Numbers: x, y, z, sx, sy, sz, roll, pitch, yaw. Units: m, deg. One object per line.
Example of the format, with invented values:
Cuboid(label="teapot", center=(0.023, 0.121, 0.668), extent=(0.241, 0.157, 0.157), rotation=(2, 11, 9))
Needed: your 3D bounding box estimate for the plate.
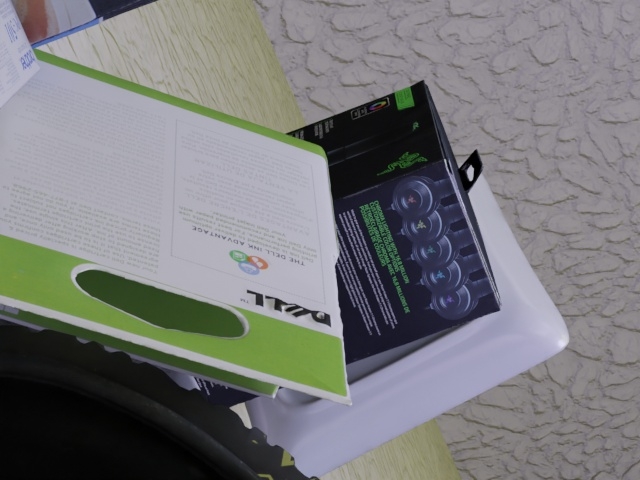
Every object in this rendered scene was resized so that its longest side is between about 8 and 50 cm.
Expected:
Cuboid(label="plate", center=(0.043, 0.056, 1.648), extent=(0.045, 0.278, 0.277), rotation=(60, 5, -38))

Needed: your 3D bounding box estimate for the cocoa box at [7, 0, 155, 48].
Cuboid(label="cocoa box", center=(-0.177, -0.271, 1.072), extent=(0.347, 0.228, 0.231), rotation=(-99, 167, -62))

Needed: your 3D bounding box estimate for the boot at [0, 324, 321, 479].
Cuboid(label="boot", center=(-0.078, 0.213, 0.817), extent=(0.260, 0.348, 0.131), rotation=(-54, 176, -39))

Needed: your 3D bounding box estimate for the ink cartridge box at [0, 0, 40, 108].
Cuboid(label="ink cartridge box", center=(-0.193, -0.062, 0.865), extent=(0.207, 0.097, 0.046), rotation=(-84, 152, -76))

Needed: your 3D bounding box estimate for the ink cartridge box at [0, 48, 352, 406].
Cuboid(label="ink cartridge box", center=(-0.093, 0.018, 0.954), extent=(0.255, 0.188, 0.097), rotation=(-95, -153, -60))

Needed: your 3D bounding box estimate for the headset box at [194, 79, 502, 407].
Cuboid(label="headset box", center=(0.000, 0.000, 1.524), extent=(0.246, 0.283, 0.131), rotation=(-90, 159, -71))

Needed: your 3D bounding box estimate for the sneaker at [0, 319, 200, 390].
Cuboid(label="sneaker", center=(-0.114, 0.118, 1.068), extent=(0.296, 0.104, 0.147), rotation=(51, -35, 26))
